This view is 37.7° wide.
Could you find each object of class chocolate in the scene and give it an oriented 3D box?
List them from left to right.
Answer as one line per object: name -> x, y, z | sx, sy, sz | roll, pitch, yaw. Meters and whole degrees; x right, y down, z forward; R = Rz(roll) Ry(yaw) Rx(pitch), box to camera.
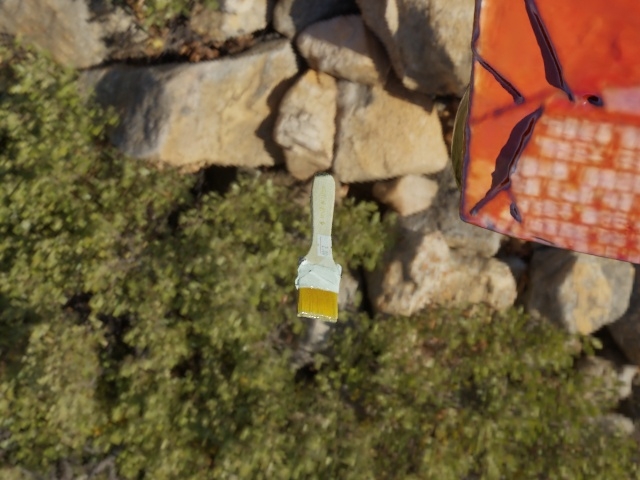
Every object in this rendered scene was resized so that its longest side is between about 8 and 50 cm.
chocolate -> 0.212, -0.097, 0.550 | 0.237, 0.108, 0.235 | 13, 137, 18

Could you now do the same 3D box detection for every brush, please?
brush -> 0.000, 0.000, 1.657 | 0.085, 0.336, 0.020 | 11, 138, -11

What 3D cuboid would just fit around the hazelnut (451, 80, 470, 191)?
hazelnut -> 0.350, -0.167, 1.290 | 0.372, 0.315, 0.372 | -14, 149, -8
